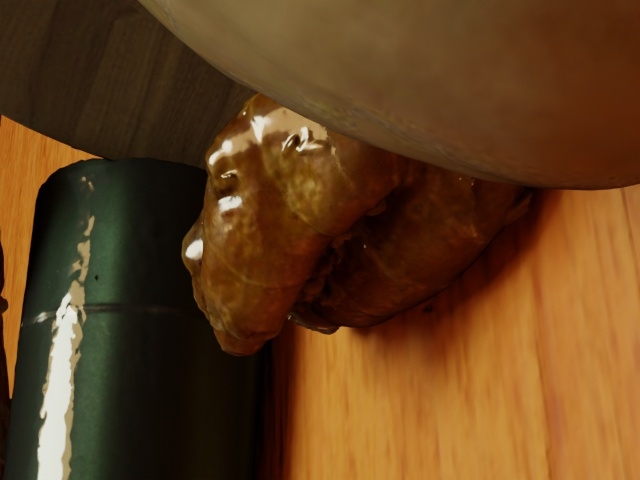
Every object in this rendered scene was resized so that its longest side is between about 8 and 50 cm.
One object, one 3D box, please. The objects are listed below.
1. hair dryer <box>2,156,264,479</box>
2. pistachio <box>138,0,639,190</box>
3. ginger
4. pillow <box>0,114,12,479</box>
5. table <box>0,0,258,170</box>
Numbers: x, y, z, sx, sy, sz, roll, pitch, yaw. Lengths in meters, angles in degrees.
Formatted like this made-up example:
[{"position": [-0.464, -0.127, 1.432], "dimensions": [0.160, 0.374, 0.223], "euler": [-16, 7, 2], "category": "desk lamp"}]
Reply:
[{"position": [-0.111, 0.126, 0.725], "dimensions": [0.302, 0.116, 0.244], "euler": [127, 150, -65], "category": "hair dryer"}, {"position": [0.025, -0.097, 0.389], "dimensions": [0.238, 0.153, 0.137], "euler": [29, 86, 31], "category": "pistachio"}, {"position": [0.000, 0.000, 0.511], "dimensions": [0.162, 0.103, 0.073], "euler": [131, 138, -53], "category": "ginger"}, {"position": [-0.173, 0.049, 0.703], "dimensions": [0.126, 0.043, 0.232], "euler": [-113, 23, -69], "category": "pillow"}, {"position": [-0.148, -0.198, 0.784], "dimensions": [0.249, 0.317, 0.317], "euler": [178, 105, -82], "category": "table"}]
